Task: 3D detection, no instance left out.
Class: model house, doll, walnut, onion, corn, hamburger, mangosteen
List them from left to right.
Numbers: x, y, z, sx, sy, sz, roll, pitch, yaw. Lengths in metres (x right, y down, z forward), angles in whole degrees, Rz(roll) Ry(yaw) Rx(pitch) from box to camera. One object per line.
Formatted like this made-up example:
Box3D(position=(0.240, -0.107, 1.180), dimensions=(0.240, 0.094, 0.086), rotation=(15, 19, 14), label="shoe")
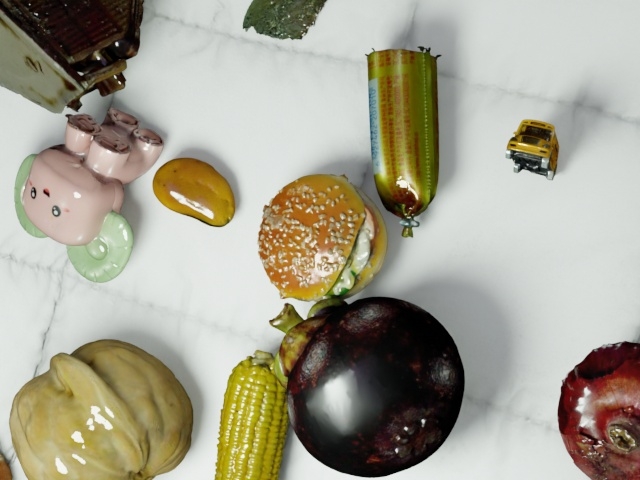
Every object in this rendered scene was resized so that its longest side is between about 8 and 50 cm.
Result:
Box3D(position=(-0.448, -0.390, 1.988), dimensions=(0.282, 0.317, 0.297), rotation=(-44, 102, -29), label="model house")
Box3D(position=(-0.422, -0.085, 1.977), dimensions=(0.284, 0.216, 0.268), rotation=(37, 117, 19), label="doll")
Box3D(position=(-0.376, 0.307, 1.865), dimensions=(0.296, 0.285, 0.285), rotation=(-37, 74, -18), label="walnut")
Box3D(position=(-0.121, 0.367, 1.862), dimensions=(0.121, 0.120, 0.363), rotation=(7, 87, 17), label="corn")
Box3D(position=(0.000, -0.004, 1.845), dimensions=(0.237, 0.147, 0.236), rotation=(-3, 82, 18), label="hamburger")
Box3D(position=(0.076, 0.228, 1.748), dimensions=(0.297, 0.313, 0.296), rotation=(-3, 96, -23), label="mangosteen")
Box3D(position=(0.477, 0.271, 1.640), dimensions=(0.252, 0.219, 0.252), rotation=(0, 89, 25), label="onion")

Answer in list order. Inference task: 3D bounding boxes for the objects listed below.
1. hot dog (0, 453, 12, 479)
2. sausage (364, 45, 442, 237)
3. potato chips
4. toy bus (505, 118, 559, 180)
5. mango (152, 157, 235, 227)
Box3D(position=(-0.633, 0.435, 2.025), dimensions=(0.146, 0.103, 0.213), rotation=(-36, 66, 33), label="hot dog")
Box3D(position=(0.146, -0.163, 1.832), dimensions=(0.125, 0.117, 0.317), rotation=(-6, 85, 31), label="sausage")
Box3D(position=(-0.045, -0.427, 1.960), dimensions=(0.209, 0.026, 0.142), rotation=(-12, 84, 16), label="potato chips")
Box3D(position=(0.342, -0.146, 1.746), dimensions=(0.070, 0.162, 0.074), rotation=(15, 87, 17), label="toy bus")
Box3D(position=(-0.220, -0.087, 1.955), dimensions=(0.159, 0.084, 0.105), rotation=(31, 78, -4), label="mango")
